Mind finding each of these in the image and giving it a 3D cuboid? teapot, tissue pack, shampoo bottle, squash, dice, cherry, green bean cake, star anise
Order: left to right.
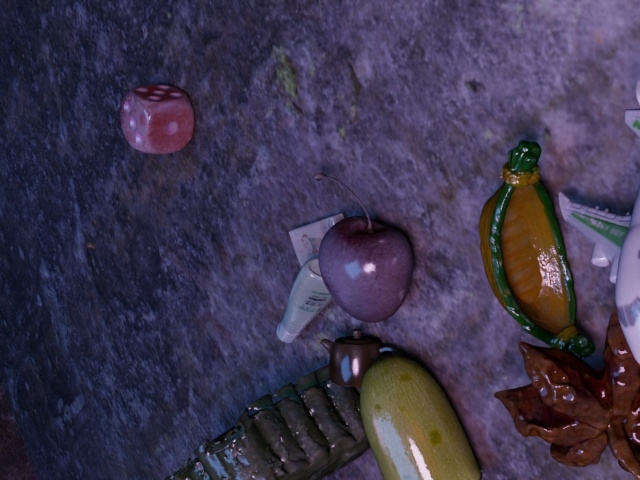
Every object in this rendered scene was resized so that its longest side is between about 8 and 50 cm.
[{"bbox_3d":[-0.267,-0.199,1.346,0.091,0.094,0.093,35,127,40],"label":"dice"},{"bbox_3d":[-0.071,0.303,1.162,0.132,0.255,0.241,59,136,15],"label":"green bean cake"},{"bbox_3d":[-0.021,0.089,1.176,0.191,0.069,0.041,122,146,-51],"label":"shampoo bottle"},{"bbox_3d":[0.000,0.000,1.141,0.108,0.023,0.056,-19,90,53],"label":"tissue pack"},{"bbox_3d":[0.043,0.024,1.042,0.188,0.115,0.148,33,167,50],"label":"cherry"},{"bbox_3d":[0.056,0.152,1.093,0.121,0.076,0.068,1,96,24],"label":"teapot"},{"bbox_3d":[0.114,0.227,1.017,0.123,0.123,0.187,-35,72,51],"label":"squash"},{"bbox_3d":[0.268,0.157,0.771,0.212,0.111,0.196,-14,105,43],"label":"star anise"}]

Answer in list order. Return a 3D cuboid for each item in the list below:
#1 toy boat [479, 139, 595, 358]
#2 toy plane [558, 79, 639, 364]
[{"bbox_3d":[0.212,0.014,0.819,0.088,0.089,0.230,4,116,64],"label":"toy boat"},{"bbox_3d":[0.288,-0.016,0.665,0.251,0.101,0.255,-32,43,62],"label":"toy plane"}]
